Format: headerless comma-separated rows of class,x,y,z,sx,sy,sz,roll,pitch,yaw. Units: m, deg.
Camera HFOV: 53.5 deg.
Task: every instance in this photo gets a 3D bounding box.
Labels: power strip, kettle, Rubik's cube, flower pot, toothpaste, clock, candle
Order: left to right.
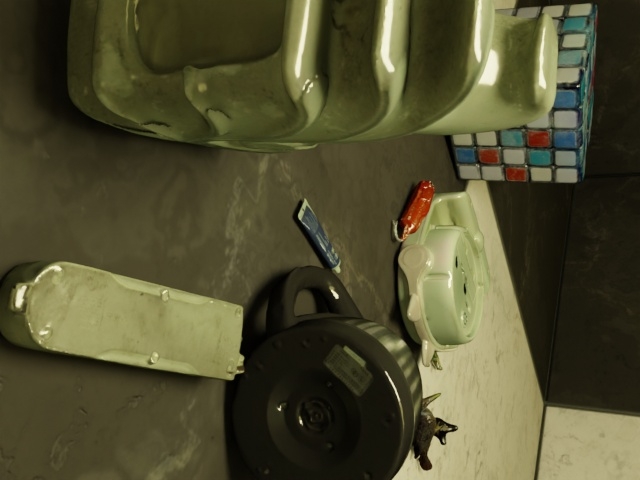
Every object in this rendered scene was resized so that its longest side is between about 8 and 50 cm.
power strip,-0.164,0.078,0.576,0.286,0.048,0.080,28,63,-58
flower pot,-0.009,-0.158,0.528,0.254,0.367,0.165,7,87,-60
toothpaste,0.000,0.000,0.903,0.140,0.021,0.037,60,34,-39
kettle,0.023,0.179,0.810,0.207,0.250,0.271,-62,161,11
candle,0.175,-0.056,1.193,0.048,0.053,0.162,61,42,-33
clock,0.242,0.085,1.241,0.324,0.108,0.265,-61,138,-44
Rubik's cube,0.454,-0.325,1.428,0.287,0.293,0.292,65,37,-46

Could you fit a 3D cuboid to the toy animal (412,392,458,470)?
toy animal,0.201,0.356,1.219,0.105,0.070,0.202,-48,137,-26

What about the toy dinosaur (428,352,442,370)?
toy dinosaur,0.237,0.239,1.328,0.120,0.029,0.060,51,35,-49
